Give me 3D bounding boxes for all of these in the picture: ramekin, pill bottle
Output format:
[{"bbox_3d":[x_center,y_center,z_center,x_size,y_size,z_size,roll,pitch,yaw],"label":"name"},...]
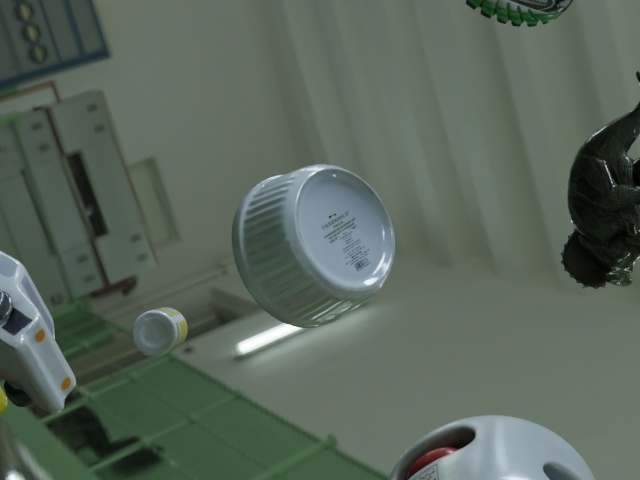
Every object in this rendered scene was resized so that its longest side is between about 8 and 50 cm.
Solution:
[{"bbox_3d":[0.000,0.000,1.449,0.109,0.207,0.207,-26,-93,46],"label":"ramekin"},{"bbox_3d":[-0.225,0.128,1.607,0.116,0.065,0.065,3,64,-86],"label":"pill bottle"}]

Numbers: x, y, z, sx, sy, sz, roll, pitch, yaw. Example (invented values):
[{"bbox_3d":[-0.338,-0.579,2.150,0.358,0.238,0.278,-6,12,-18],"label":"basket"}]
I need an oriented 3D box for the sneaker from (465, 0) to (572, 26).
[{"bbox_3d":[0.187,-0.380,1.357,0.146,0.343,0.134,-44,-148,31],"label":"sneaker"}]

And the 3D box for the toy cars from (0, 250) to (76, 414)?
[{"bbox_3d":[-0.293,0.065,0.930,0.176,0.087,0.393,49,-29,-11],"label":"toy cars"}]

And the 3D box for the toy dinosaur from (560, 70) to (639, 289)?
[{"bbox_3d":[0.362,-0.048,1.396,0.160,0.121,0.314,11,-55,39],"label":"toy dinosaur"}]

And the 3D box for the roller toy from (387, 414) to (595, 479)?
[{"bbox_3d":[0.142,0.257,0.940,0.146,0.209,0.191,-76,171,-69],"label":"roller toy"}]
